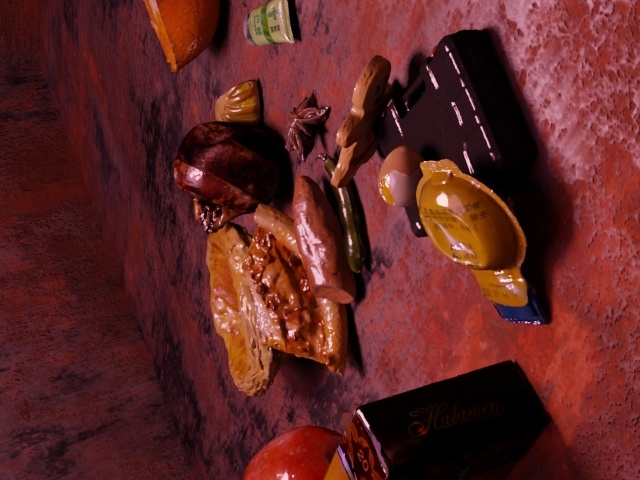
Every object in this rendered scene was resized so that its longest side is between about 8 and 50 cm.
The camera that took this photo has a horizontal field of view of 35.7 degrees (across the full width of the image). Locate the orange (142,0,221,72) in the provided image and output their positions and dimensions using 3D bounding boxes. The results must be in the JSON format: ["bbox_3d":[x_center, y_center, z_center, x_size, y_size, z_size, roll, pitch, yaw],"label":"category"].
[{"bbox_3d":[-0.336,-0.538,2.102,0.310,0.274,0.274,37,174,-28],"label":"orange"}]

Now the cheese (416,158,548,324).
[{"bbox_3d":[0.211,0.006,1.306,0.177,0.069,0.270,-1,125,55],"label":"cheese"}]

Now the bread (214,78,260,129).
[{"bbox_3d":[-0.169,-0.266,2.095,0.094,0.083,0.157,63,155,0],"label":"bread"}]

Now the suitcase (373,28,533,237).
[{"bbox_3d":[0.176,-0.140,1.391,0.206,0.066,0.285,69,156,14],"label":"suitcase"}]

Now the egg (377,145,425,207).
[{"bbox_3d":[0.116,-0.090,1.381,0.071,0.071,0.083,40,137,54],"label":"egg"}]

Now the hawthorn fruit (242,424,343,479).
[{"bbox_3d":[-0.020,0.504,1.940,0.284,0.284,0.284,43,140,52],"label":"hawthorn fruit"}]

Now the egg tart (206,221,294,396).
[{"bbox_3d":[-0.136,0.140,2.122,0.388,0.169,0.388,168,90,-70],"label":"egg tart"}]

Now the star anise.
[{"bbox_3d":[-0.034,-0.220,1.837,0.124,0.056,0.129,-66,32,17],"label":"star anise"}]

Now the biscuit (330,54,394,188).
[{"bbox_3d":[0.069,-0.183,1.525,0.030,0.153,0.234,27,140,12],"label":"biscuit"}]

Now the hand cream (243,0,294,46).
[{"bbox_3d":[-0.098,-0.410,1.885,0.175,0.046,0.095,7,106,63],"label":"hand cream"}]

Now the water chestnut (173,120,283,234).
[{"bbox_3d":[-0.196,-0.129,2.025,0.223,0.223,0.238,27,96,61],"label":"water chestnut"}]

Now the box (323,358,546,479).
[{"bbox_3d":[0.141,0.353,1.489,0.415,0.264,0.116,109,142,-51],"label":"box"}]

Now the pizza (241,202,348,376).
[{"bbox_3d":[-0.054,0.100,1.903,0.074,0.182,0.365,67,-177,-82],"label":"pizza"}]

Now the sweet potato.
[{"bbox_3d":[0.000,0.000,1.829,0.097,0.097,0.252,-24,82,66],"label":"sweet potato"}]

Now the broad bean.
[{"bbox_3d":[0.044,-0.054,1.769,0.069,0.039,0.227,-31,73,59],"label":"broad bean"}]
